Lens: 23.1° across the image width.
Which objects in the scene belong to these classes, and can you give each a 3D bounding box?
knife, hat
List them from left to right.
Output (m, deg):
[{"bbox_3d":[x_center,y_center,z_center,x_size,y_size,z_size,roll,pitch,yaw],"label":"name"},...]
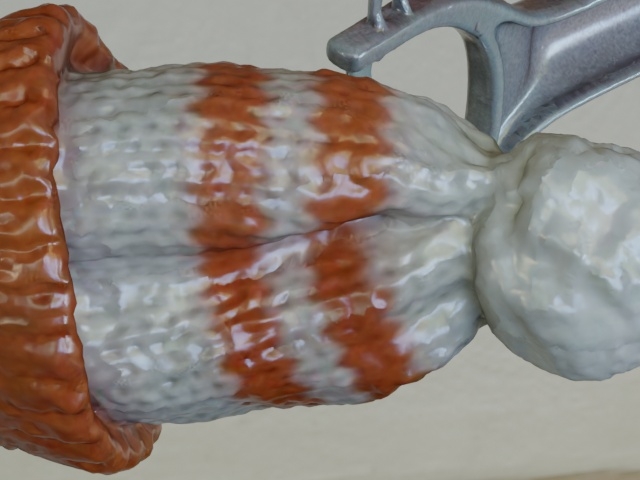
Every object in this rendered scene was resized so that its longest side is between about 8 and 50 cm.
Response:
[{"bbox_3d":[0.000,0.000,0.338,0.162,0.093,0.112,-6,150,9],"label":"hat"},{"bbox_3d":[0.114,-0.079,0.505,0.278,0.053,0.123,-26,143,-23],"label":"knife"}]
